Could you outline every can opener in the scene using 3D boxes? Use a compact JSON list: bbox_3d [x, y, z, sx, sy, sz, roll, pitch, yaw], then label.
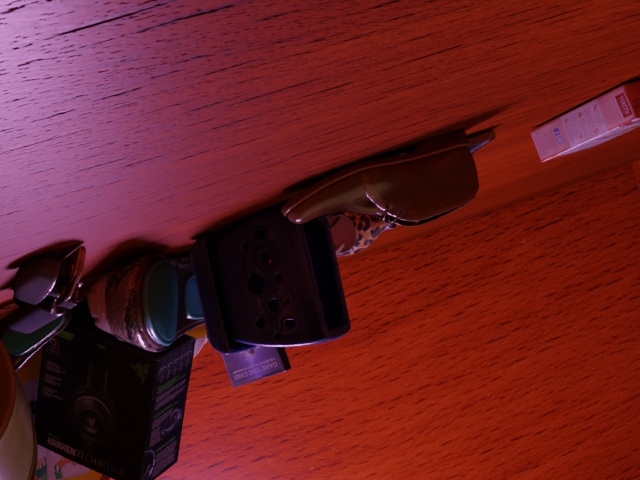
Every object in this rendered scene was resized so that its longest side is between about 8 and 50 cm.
[{"bbox_3d":[-0.399,0.066,1.396,0.095,0.076,0.283,20,155,-27],"label":"can opener"}]

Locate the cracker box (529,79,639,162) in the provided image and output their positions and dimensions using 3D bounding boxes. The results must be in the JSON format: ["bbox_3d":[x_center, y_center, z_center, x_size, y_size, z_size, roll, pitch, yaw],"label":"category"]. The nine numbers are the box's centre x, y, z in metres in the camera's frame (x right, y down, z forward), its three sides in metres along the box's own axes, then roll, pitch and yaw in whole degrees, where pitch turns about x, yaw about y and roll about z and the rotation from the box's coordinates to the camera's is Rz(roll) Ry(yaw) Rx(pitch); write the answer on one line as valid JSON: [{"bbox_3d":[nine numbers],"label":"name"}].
[{"bbox_3d":[0.505,-0.215,1.756,0.156,0.067,0.232,-17,174,-33],"label":"cracker box"}]

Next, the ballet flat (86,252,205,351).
[{"bbox_3d":[-0.291,0.101,1.730,0.182,0.164,0.483,-1,-179,13],"label":"ballet flat"}]

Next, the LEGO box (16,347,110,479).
[{"bbox_3d":[-0.639,0.377,1.867,0.193,0.372,0.500,-8,-179,27],"label":"LEGO box"}]

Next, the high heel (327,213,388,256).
[{"bbox_3d":[0.000,0.000,2.004,0.261,0.093,0.186,-16,180,36],"label":"high heel"}]

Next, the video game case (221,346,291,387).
[{"bbox_3d":[-0.179,0.183,2.267,0.026,0.274,0.196,-16,174,-46],"label":"video game case"}]

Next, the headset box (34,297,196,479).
[{"bbox_3d":[-0.376,0.265,1.824,0.246,0.283,0.131,19,-160,20],"label":"headset box"}]

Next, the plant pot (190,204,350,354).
[{"bbox_3d":[-0.087,0.073,1.714,0.212,0.235,0.236,-13,177,12],"label":"plant pot"}]

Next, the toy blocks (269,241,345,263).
[{"bbox_3d":[-0.048,0.007,1.858,0.123,0.148,0.054,-52,173,-8],"label":"toy blocks"}]

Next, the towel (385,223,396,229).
[{"bbox_3d":[0.080,-0.015,2.537,0.209,0.034,0.285,-20,176,11],"label":"towel"}]

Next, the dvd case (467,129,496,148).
[{"bbox_3d":[0.166,-0.127,1.669,0.221,0.018,0.164,-20,177,-10],"label":"dvd case"}]

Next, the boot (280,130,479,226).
[{"bbox_3d":[0.094,-0.066,1.505,0.305,0.115,0.112,-18,177,-6],"label":"boot"}]

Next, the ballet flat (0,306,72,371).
[{"bbox_3d":[-0.530,0.179,1.685,0.280,0.095,0.096,-32,-169,2],"label":"ballet flat"}]

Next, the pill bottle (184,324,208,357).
[{"bbox_3d":[-0.347,0.180,2.072,0.188,0.187,0.334,-21,176,16],"label":"pill bottle"}]

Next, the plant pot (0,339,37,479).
[{"bbox_3d":[-0.539,0.245,1.323,0.367,0.366,0.353,-17,163,-30],"label":"plant pot"}]
